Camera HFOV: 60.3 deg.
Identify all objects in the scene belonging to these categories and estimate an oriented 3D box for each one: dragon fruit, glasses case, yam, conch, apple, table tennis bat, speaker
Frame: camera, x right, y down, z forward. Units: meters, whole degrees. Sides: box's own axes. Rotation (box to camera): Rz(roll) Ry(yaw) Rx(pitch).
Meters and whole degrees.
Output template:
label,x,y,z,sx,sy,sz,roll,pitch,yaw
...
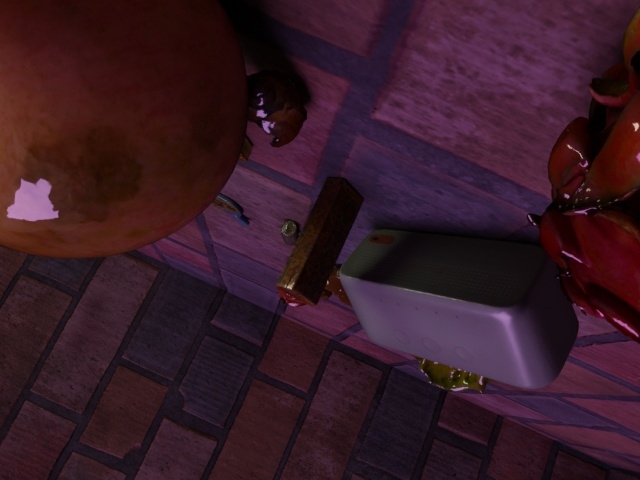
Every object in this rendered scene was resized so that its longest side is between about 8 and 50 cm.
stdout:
label,x,y,z,sx,sy,sz,roll,pitch,yaw
dragon fruit,0.289,-0.032,0.432,0.307,0.243,0.227,29,-158,-30
glasses case,0.000,0.000,0.972,0.049,0.218,0.075,11,160,41
dragon fruit,-0.041,0.154,1.741,0.246,0.125,0.125,13,-153,-46
yam,-0.074,-0.017,1.352,0.043,0.043,0.094,22,165,10
conch,-0.058,-0.178,0.755,0.080,0.086,0.233,-23,163,13
apple,-0.262,-0.148,0.592,0.364,0.363,0.364,23,164,7
table tennis bat,-0.237,-0.083,1.420,0.100,0.019,0.155,10,157,39
speaker,0.234,0.104,1.008,0.406,0.183,0.184,8,139,45

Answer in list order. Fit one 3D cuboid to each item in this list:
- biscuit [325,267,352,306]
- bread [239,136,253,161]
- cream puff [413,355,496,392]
label,x,y,z,sx,sy,sz,roll,pitch,yaw
biscuit,0.147,0.161,1.596,0.302,0.043,0.278,19,161,13
bread,-0.177,-0.184,0.976,0.094,0.035,0.090,17,162,26
cream puff,0.369,0.319,1.510,0.282,0.185,0.282,19,169,4
